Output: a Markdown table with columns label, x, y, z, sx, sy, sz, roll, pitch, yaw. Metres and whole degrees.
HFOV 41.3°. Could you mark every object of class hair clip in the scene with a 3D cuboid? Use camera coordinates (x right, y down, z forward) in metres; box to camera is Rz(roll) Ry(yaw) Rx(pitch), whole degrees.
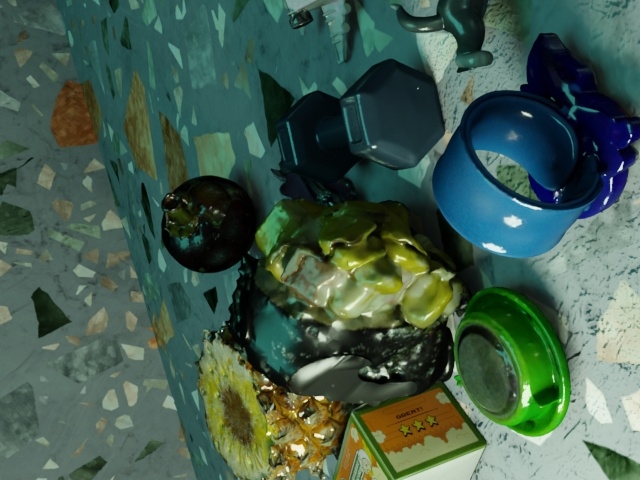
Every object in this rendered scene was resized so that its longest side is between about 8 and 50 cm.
| label | x | y | z | sx | sy | sz | roll | pitch | yaw |
| --- | --- | --- | --- | --- | --- | --- | --- | --- | --- |
| hair clip | -0.014 | -0.107 | 1.507 | 0.195 | 0.124 | 0.052 | 51 | 150 | 42 |

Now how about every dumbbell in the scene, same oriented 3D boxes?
| label | x | y | z | sx | sy | sz | roll | pitch | yaw |
| --- | --- | --- | --- | --- | --- | --- | --- | --- | --- |
| dumbbell | 0.053 | -0.174 | 1.315 | 0.316 | 0.156 | 0.143 | -4 | 69 | 64 |

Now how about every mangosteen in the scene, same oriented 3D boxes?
| label | x | y | z | sx | sy | sz | roll | pitch | yaw |
| --- | --- | --- | --- | --- | --- | --- | --- | --- | --- |
| mangosteen | -0.278 | -0.048 | 1.915 | 0.231 | 0.289 | 0.231 | -9 | 71 | 29 |

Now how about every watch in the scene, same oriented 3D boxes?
| label | x | y | z | sx | sy | sz | roll | pitch | yaw |
| --- | --- | --- | --- | --- | --- | --- | --- | --- | --- |
| watch | 0.226 | -0.091 | 0.935 | 0.196 | 0.200 | 0.171 | 54 | 151 | 32 |

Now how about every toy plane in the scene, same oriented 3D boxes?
| label | x | y | z | sx | sy | sz | roll | pitch | yaw |
| --- | --- | --- | --- | --- | --- | --- | --- | --- | --- |
| toy plane | -0.002 | -0.405 | 1.357 | 0.255 | 0.101 | 0.251 | 2 | 116 | 64 |

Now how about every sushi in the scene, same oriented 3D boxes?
| label | x | y | z | sx | sy | sz | roll | pitch | yaw |
| --- | --- | --- | --- | --- | --- | --- | --- | --- | --- |
| sushi | 0.038 | 0.058 | 1.296 | 0.328 | 0.328 | 0.285 | -118 | 37 | -61 |

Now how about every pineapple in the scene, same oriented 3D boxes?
| label | x | y | z | sx | sy | sz | roll | pitch | yaw |
| --- | --- | --- | --- | --- | --- | --- | --- | --- | --- |
| pineapple | -0.043 | 0.276 | 1.558 | 0.352 | 0.300 | 0.352 | 40 | 137 | 53 |

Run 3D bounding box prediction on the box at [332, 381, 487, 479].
| label | x | y | z | sx | sy | sz | roll | pitch | yaw |
| --- | --- | --- | --- | --- | --- | --- | --- | --- | --- |
| box | 0.136 | 0.356 | 1.371 | 0.148 | 0.177 | 0.195 | 56 | 148 | 38 |

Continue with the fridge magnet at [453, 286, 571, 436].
| label | x | y | z | sx | sy | sz | roll | pitch | yaw |
| --- | --- | --- | --- | --- | --- | --- | --- | --- | --- |
| fridge magnet | 0.252 | 0.164 | 1.137 | 0.208 | 0.088 | 0.208 | 40 | 137 | 52 |

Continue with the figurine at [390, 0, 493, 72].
| label | x | y | z | sx | sy | sz | roll | pitch | yaw |
| --- | --- | --- | --- | --- | --- | --- | --- | --- | --- |
| figurine | 0.149 | -0.336 | 1.047 | 0.193 | 0.140 | 0.265 | -171 | 83 | -81 |
